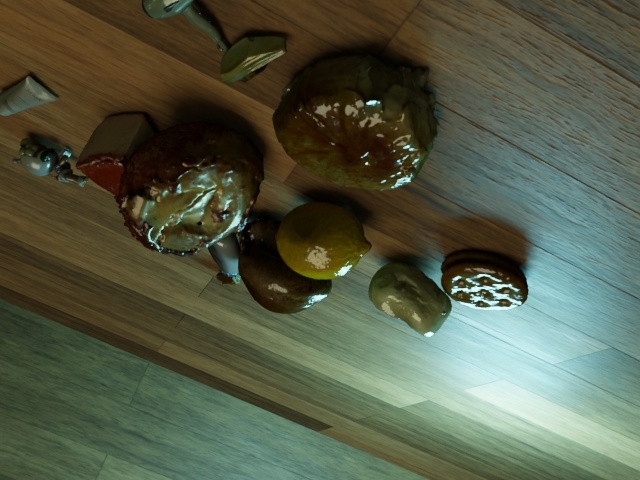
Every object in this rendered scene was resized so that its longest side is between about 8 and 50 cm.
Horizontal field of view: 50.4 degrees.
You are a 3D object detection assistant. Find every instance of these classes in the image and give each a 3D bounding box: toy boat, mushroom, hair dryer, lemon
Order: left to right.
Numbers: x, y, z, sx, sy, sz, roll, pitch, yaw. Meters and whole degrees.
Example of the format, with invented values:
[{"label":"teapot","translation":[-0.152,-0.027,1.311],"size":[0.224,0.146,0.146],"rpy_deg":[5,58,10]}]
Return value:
[{"label":"hair dryer","translation":[-0.191,-0.403,1.184],"size":[0.199,0.067,0.167],"rpy_deg":[25,149,-34]},{"label":"toy boat","translation":[-0.128,-0.332,1.250],"size":[0.066,0.065,0.172],"rpy_deg":[14,159,-41]},{"label":"mushroom","translation":[-0.112,0.071,1.797],"size":[0.195,0.263,0.283],"rpy_deg":[-41,79,25]},{"label":"lemon","translation":[0.000,0.000,1.634],"size":[0.257,0.188,0.188],"rpy_deg":[4,149,25]}]

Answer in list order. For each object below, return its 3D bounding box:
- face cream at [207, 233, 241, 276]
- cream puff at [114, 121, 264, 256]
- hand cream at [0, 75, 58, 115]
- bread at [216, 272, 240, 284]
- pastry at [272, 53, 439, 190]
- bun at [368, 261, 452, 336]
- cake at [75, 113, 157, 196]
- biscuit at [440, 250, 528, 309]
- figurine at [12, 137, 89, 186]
[{"label":"face cream","translation":[-0.273,0.015,1.903],"size":[0.163,0.080,0.336],"rpy_deg":[54,167,20]},{"label":"cream puff","translation":[-0.295,-0.123,1.516],"size":[0.228,0.350,0.350],"rpy_deg":[52,174,37]},{"label":"hand cream","translation":[-0.723,-0.344,1.638],"size":[0.186,0.054,0.087],"rpy_deg":[-9,146,33]},{"label":"bread","translation":[-0.299,0.122,2.217],"size":[0.083,0.036,0.047],"rpy_deg":[-2,137,39]},{"label":"pastry","translation":[0.070,-0.203,1.271],"size":[0.330,0.136,0.329],"rpy_deg":[14,152,8]},{"label":"bun","translation":[0.237,0.140,1.768],"size":[0.229,0.229,0.145],"rpy_deg":[21,108,-7]},{"label":"cake","translation":[-0.414,-0.178,1.618],"size":[0.262,0.158,0.160],"rpy_deg":[35,150,-30]},{"label":"biscuit","translation":[0.406,0.103,1.685],"size":[0.220,0.066,0.220],"rpy_deg":[15,151,8]},{"label":"figurine","translation":[-0.722,-0.211,1.836],"size":[0.197,0.093,0.147],"rpy_deg":[17,176,-11]}]
